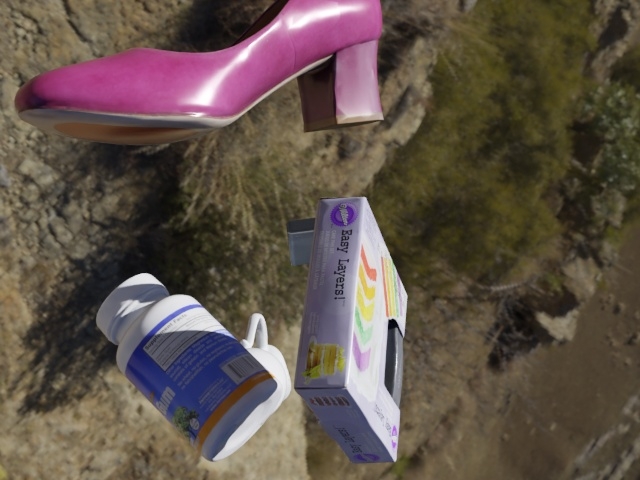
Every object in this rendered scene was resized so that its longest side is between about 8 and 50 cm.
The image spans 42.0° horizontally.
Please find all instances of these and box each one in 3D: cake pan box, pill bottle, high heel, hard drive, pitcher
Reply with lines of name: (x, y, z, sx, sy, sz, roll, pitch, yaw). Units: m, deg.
cake pan box: (0.046, 0.118, 1.021, 0.267, 0.070, 0.246, 63, 31, -53)
pill bottle: (-0.198, 0.176, 1.217, 0.152, 0.272, 0.152, -43, 160, -19)
high heel: (-0.094, -0.183, 0.736, 0.377, 0.127, 0.181, -11, 94, -45)
hard drive: (0.000, 0.000, 1.220, 0.094, 0.022, 0.135, -8, 160, -3)
pitcher: (-0.120, 0.223, 1.473, 0.207, 0.125, 0.178, -1, 80, -80)
